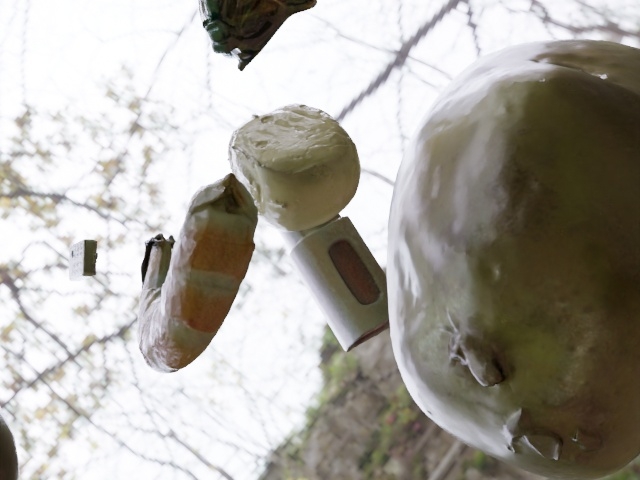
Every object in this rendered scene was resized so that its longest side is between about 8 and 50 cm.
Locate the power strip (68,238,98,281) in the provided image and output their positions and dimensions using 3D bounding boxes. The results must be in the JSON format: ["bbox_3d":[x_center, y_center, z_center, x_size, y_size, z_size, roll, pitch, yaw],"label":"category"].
[{"bbox_3d":[-0.257,0.022,1.480,0.016,0.090,0.040,4,-97,-21],"label":"power strip"}]

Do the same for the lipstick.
[{"bbox_3d":[0.000,0.000,1.597,0.079,0.253,0.077,-26,-12,-23],"label":"lipstick"}]

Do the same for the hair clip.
[{"bbox_3d":[-0.090,-0.288,1.141,0.110,0.359,0.095,13,-45,-42],"label":"hair clip"}]

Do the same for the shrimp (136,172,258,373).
[{"bbox_3d":[-0.089,0.008,0.941,0.049,0.166,0.161,14,-70,-18],"label":"shrimp"}]

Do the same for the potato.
[{"bbox_3d":[0.153,0.002,0.819,0.326,0.220,0.243,-10,-80,-66],"label":"potato"}]

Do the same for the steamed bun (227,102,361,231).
[{"bbox_3d":[-0.020,-0.061,1.236,0.112,0.130,0.091,-23,-54,-17],"label":"steamed bun"}]

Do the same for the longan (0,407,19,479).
[{"bbox_3d":[-0.503,0.275,1.639,0.297,0.297,0.297,-23,-52,-33],"label":"longan"}]
